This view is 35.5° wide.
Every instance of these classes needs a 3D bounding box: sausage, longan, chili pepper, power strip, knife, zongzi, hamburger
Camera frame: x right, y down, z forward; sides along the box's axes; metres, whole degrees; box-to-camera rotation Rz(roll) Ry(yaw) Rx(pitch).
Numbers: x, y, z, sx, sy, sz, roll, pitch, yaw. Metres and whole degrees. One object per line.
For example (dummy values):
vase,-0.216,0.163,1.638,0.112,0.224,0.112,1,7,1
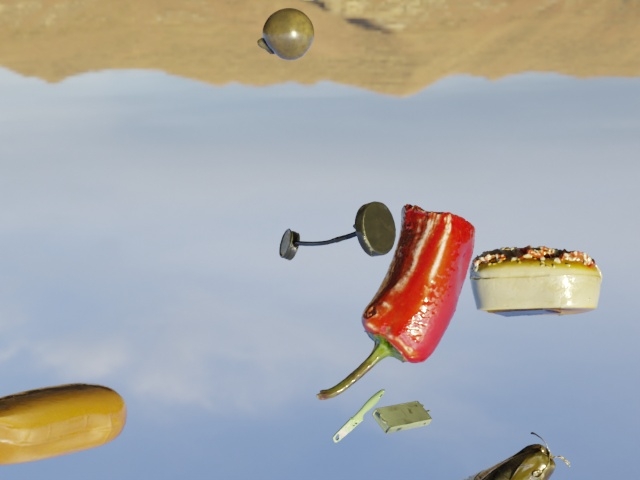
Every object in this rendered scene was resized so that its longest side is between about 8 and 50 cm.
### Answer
sausage,-0.396,0.255,1.370,0.112,0.112,0.328,8,-177,28
longan,-0.069,-0.410,2.003,0.119,0.106,0.106,-23,-175,23
chili pepper,0.135,0.119,1.551,0.134,0.338,0.131,14,168,45
power strip,0.150,0.312,1.770,0.136,0.019,0.051,-1,-140,-45
knife,0.091,0.411,2.336,0.030,0.207,0.014,25,-147,-26
zongzi,0.319,0.400,1.738,0.084,0.187,0.184,35,-173,-19
hamburger,0.483,0.093,2.251,0.295,0.152,0.227,-5,166,18

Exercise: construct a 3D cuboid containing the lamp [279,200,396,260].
lamp,0.034,0.009,2.087,0.108,0.130,0.371,17,158,-25
